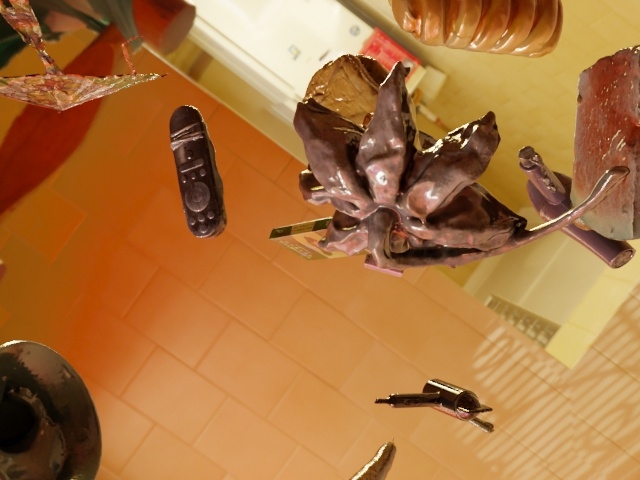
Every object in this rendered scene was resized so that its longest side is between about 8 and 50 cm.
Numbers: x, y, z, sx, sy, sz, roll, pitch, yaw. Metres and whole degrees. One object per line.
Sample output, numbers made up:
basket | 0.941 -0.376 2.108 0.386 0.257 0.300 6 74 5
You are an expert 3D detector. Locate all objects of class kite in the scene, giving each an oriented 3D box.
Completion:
kite | -0.223 -0.144 0.460 0.198 0.006 0.244 -8 178 -20

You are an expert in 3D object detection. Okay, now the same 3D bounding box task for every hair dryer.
hair dryer | 0.518 -0.099 1.201 0.121 0.361 0.301 -46 -136 18
hair dryer | 0.254 0.393 1.324 0.195 0.248 0.078 172 -80 -69

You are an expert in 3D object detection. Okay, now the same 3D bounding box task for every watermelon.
watermelon | 0.410 -0.135 0.685 0.262 0.201 0.213 -44 -174 5

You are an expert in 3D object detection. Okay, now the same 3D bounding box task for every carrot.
carrot | 0.114 0.519 1.225 0.078 0.078 0.298 -52 166 32

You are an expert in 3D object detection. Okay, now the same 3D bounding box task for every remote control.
remote control | -0.235 -0.132 1.075 0.090 0.265 0.066 -14 173 15

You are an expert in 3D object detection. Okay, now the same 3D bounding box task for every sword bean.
sword bean | 0.447 0.560 1.804 0.269 0.043 0.038 19 -76 46

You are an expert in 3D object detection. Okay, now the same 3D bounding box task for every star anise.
star anise | 0.103 -0.060 0.641 0.359 0.316 0.139 -41 -159 46

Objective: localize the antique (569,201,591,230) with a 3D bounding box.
antique | 0.621 -0.099 1.158 0.221 0.080 0.081 -33 135 -20

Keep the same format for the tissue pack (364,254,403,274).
tissue pack | 0.258 -0.006 1.978 0.092 0.149 0.246 69 36 -77

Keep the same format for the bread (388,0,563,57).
bread | 0.261 -0.394 0.906 0.121 0.311 0.172 125 -44 -56

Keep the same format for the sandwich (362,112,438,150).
sandwich | 0.161 -0.195 1.125 0.079 0.159 0.235 -66 161 10

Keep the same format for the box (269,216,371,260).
box | 0.000 0.000 1.264 0.235 0.132 0.034 -9 -123 49

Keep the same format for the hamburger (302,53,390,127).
hamburger | 0.090 -0.363 1.484 0.259 0.283 0.145 -38 169 34

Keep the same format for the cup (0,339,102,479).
cup | -0.377 0.236 0.636 0.150 0.199 0.199 -26 -174 6
